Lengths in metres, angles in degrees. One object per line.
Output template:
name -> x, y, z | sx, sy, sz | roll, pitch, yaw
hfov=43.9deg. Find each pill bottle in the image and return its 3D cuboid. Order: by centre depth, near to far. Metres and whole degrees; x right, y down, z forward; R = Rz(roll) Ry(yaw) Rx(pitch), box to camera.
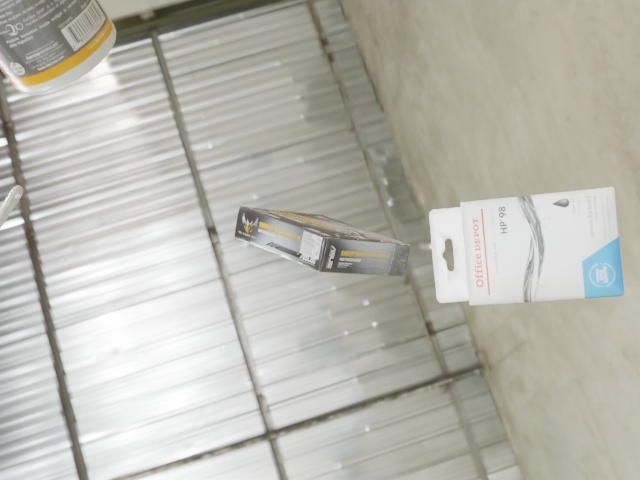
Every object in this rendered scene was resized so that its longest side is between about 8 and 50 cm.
pill bottle -> -0.396, -0.338, 1.009 | 0.278, 0.162, 0.162 | 61, -177, -39

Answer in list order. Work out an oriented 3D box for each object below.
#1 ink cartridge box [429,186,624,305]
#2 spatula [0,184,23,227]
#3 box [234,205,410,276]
ink cartridge box -> 0.197, 0.009, 0.782 | 0.060, 0.180, 0.104 | -1, -94, -76
spatula -> -0.383, 0.029, 0.776 | 0.019, 0.242, 0.168 | 25, 169, 10
box -> 0.000, 0.000, 1.286 | 0.231, 0.183, 0.056 | 21, 103, 48
